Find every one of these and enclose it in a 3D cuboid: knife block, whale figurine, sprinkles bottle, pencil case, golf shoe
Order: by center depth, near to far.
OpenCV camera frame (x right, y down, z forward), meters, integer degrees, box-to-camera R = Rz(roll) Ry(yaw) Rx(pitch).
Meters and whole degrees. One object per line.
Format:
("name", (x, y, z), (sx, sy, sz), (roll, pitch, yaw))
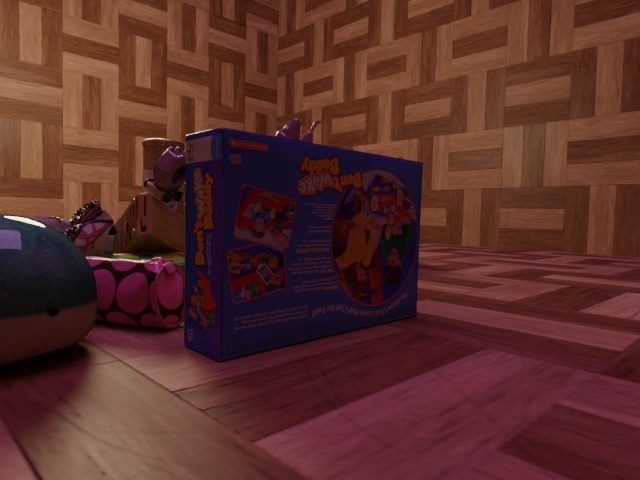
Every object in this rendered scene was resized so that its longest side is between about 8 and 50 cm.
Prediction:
("whale figurine", (-0.364, 0.043, 0.474), (0.271, 0.141, 0.216), (2, 3, 27))
("pencil case", (-0.277, 0.060, 0.609), (0.209, 0.098, 0.095), (3, 3, 17))
("golf shoe", (-0.423, 0.006, 0.818), (0.067, 0.086, 0.186), (-19, 33, 21))
("knife block", (-0.324, -0.002, 1.021), (0.242, 0.088, 0.275), (5, -22, -36))
("sprinkles bottle", (-0.457, -0.110, 1.328), (0.121, 0.356, 0.121), (1, 3, 0))

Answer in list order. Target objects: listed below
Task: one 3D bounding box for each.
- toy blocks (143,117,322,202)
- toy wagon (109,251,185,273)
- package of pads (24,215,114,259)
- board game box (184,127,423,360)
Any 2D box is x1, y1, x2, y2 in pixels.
("toy blocks", (-0.124, -0.147, 0.945), (0.308, 0.260, 0.288), (35, 21, 12))
("toy wagon", (-0.259, 0.065, 0.805), (0.267, 0.068, 0.344), (0, 3, -24))
("package of pads", (-0.606, 0.015, 0.929), (0.296, 0.101, 0.229), (-3, -6, 2))
("board game box", (0.000, 0.000, 0.593), (0.347, 0.234, 0.078), (-1, 4, -44))
